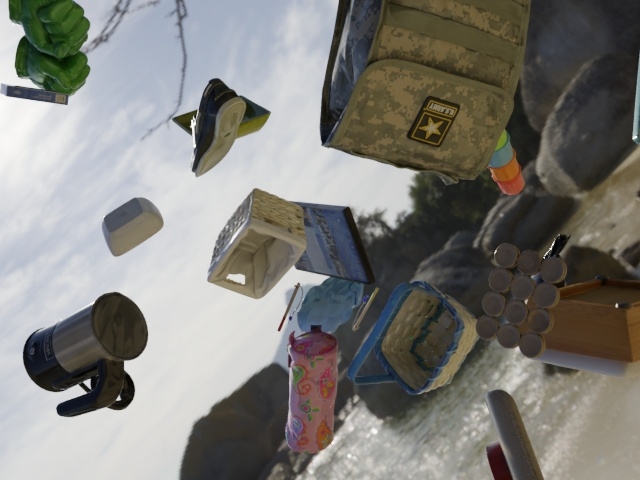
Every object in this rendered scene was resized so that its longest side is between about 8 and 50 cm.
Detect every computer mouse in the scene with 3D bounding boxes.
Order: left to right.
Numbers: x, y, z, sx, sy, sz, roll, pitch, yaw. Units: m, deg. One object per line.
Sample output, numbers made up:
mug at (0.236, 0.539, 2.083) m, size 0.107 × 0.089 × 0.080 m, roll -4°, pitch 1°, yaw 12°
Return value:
computer mouse at (0.450, 0.103, 1.553) m, size 0.262 × 0.060 × 0.184 m, roll -60°, pitch -4°, yaw -49°

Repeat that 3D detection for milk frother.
milk frother at (-0.259, 0.143, 0.904) m, size 0.134 × 0.129 × 0.143 m, roll -25°, pitch -11°, yaw 30°

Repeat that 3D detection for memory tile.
memory tile at (0.287, 0.085, 1.060) m, size 0.012 × 0.113 × 0.148 m, roll 10°, pitch -83°, yaw -48°

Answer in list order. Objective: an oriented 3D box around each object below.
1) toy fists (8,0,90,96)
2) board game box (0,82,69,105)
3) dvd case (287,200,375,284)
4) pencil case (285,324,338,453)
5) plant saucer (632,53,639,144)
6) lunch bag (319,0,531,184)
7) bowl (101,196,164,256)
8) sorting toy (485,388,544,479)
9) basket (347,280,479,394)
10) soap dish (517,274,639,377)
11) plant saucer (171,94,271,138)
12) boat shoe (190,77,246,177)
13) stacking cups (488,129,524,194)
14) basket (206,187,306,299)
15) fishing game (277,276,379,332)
toy fists at (-0.543, -0.394, 1.489) m, size 0.279 × 0.142 × 0.096 m, roll 116°, pitch 170°, yaw -54°
board game box at (-0.449, -0.229, 1.156) m, size 0.090 × 0.090 × 0.020 m, roll 4°, pitch -79°, yaw -30°
dvd case at (0.000, 0.000, 1.585) m, size 0.022 × 0.181 × 0.253 m, roll -37°, pitch 28°, yaw -32°
pencil case at (-0.022, 0.345, 1.693) m, size 0.124 × 0.124 × 0.284 m, roll -35°, pitch -48°, yaw -56°
plant saucer at (0.457, -0.201, 1.007) m, size 0.018 × 0.067 × 0.192 m, roll -26°, pitch 43°, yaw 57°
lunch bag at (0.137, -0.232, 0.991) m, size 0.169 × 0.235 × 0.287 m, roll -174°, pitch 94°, yaw -67°
bowl at (-0.435, -0.041, 1.680) m, size 0.142 × 0.142 × 0.053 m, roll -32°, pitch -53°, yaw -7°
sorting toy at (0.211, 0.307, 0.652) m, size 0.041 × 0.307 × 0.229 m, roll -20°, pitch -34°, yaw 9°
basket at (0.210, 0.223, 1.669) m, size 0.288 × 0.201 × 0.255 m, roll 12°, pitch -66°, yaw -49°
soap dish at (0.514, 0.141, 1.296) m, size 0.290 × 0.118 × 0.228 m, roll -8°, pitch 8°, yaw -39°
plant saucer at (-0.230, -0.272, 1.721) m, size 0.188 × 0.188 × 0.045 m, roll -23°, pitch -58°, yaw -20°
boat shoe at (-0.210, -0.211, 1.417) m, size 0.084 × 0.079 × 0.233 m, roll -36°, pitch -14°, yaw -38°
stacking cups at (0.425, -0.224, 1.817) m, size 0.096 × 0.096 × 0.316 m, roll -45°, pitch -43°, yaw -8°
basket at (-0.110, 0.005, 1.265) m, size 0.167 × 0.113 × 0.103 m, roll -48°, pitch 30°, yaw 38°
fishing game at (0.020, 0.148, 1.755) m, size 0.264 × 0.041 × 0.189 m, roll 2°, pitch -58°, yaw -39°
